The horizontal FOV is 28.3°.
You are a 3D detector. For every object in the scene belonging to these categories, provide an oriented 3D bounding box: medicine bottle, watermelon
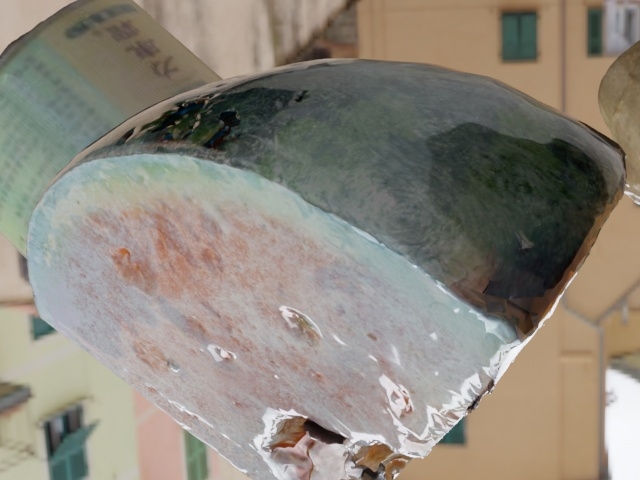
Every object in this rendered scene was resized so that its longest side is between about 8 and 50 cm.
[{"bbox_3d":[-0.101,0.000,1.097,0.406,0.235,0.236,42,-153,9],"label":"medicine bottle"},{"bbox_3d":[0.004,-0.004,0.540,0.175,0.188,0.322,-49,177,-31],"label":"watermelon"}]

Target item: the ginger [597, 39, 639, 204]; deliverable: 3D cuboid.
[{"bbox_3d":[0.250,-0.032,0.731,0.074,0.137,0.213,-22,-121,-21],"label":"ginger"}]
